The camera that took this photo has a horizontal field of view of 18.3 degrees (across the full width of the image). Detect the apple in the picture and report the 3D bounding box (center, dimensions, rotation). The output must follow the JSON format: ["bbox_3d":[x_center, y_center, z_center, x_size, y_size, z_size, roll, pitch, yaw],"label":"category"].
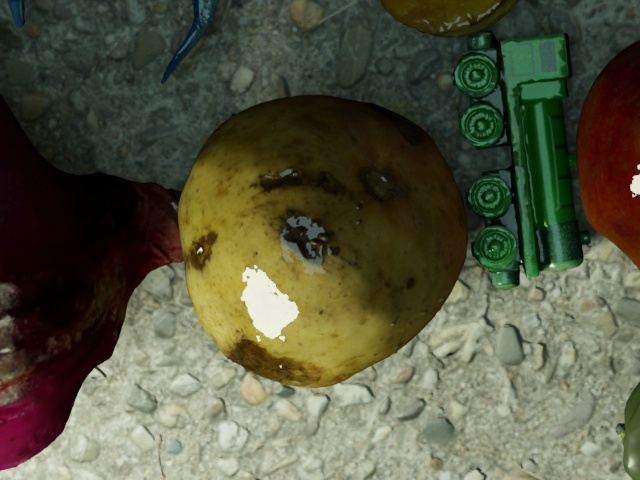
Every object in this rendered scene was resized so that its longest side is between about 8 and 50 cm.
[{"bbox_3d":[0.341,-0.083,1.818,0.234,0.234,0.234,1,95,13],"label":"apple"}]

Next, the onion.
[{"bbox_3d":[-0.291,0.018,1.918,0.420,0.398,0.398,-10,93,-8],"label":"onion"}]

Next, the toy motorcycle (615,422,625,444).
[{"bbox_3d":[0.360,0.240,1.914,0.124,0.061,0.193,-42,93,6],"label":"toy motorcycle"}]

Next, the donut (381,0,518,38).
[{"bbox_3d":[0.131,-0.273,1.901,0.162,0.065,0.178,19,82,24],"label":"donut"}]

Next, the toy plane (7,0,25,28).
[{"bbox_3d":[-0.315,-0.339,2.013,0.169,0.078,0.246,-7,100,14],"label":"toy plane"}]

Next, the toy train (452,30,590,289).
[{"bbox_3d":[0.193,-0.080,1.917,0.119,0.085,0.251,-7,93,4],"label":"toy train"}]

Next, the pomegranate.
[{"bbox_3d":[0.000,0.000,1.870,0.281,0.281,0.281,1,95,13],"label":"pomegranate"}]

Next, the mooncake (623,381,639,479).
[{"bbox_3d":[0.430,0.111,1.739,0.351,0.351,0.187,-45,85,13],"label":"mooncake"}]

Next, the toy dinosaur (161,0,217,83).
[{"bbox_3d":[-0.096,-0.322,1.964,0.144,0.076,0.329,0,93,20],"label":"toy dinosaur"}]
